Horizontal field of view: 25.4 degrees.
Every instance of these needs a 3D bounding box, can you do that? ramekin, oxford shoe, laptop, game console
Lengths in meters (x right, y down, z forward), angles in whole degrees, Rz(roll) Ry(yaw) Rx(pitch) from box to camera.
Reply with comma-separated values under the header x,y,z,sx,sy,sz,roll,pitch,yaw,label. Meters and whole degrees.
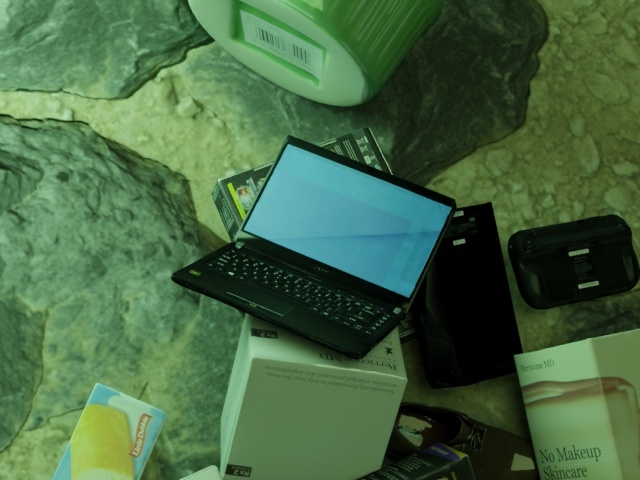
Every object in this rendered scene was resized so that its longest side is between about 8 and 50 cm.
x,y,z,sx,sy,sz,roll,pitch,yaw,label
-0.017,-0.296,1.733,0.303,0.303,0.148,30,75,-2,ramekin
0.174,0.249,1.697,0.227,0.096,0.083,14,67,-10,oxford shoe
0.000,0.000,1.618,0.234,0.264,0.137,22,109,15,laptop
0.264,0.052,1.777,0.361,0.044,0.213,-10,88,-31,game console

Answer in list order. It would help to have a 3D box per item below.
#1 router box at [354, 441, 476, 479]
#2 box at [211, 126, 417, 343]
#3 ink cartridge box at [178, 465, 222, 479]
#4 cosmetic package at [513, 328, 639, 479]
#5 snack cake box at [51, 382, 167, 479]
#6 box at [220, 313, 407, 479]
x,y,z,sx,sy,sz,roll,pitch,yaw,label
0.090,0.414,1.572,0.243,0.081,0.309,-21,100,-19,router box
0.017,0.016,1.757,0.216,0.060,0.270,-22,78,-18,box
-0.128,0.319,1.573,0.063,0.150,0.109,-22,78,-15,ink cartridge box
0.347,0.260,1.671,0.129,0.153,0.296,-7,80,-31,cosmetic package
-0.262,0.304,1.546,0.089,0.152,0.264,24,68,-4,snack cake box
-0.012,0.184,1.615,0.181,0.182,0.119,9,29,-10,box
